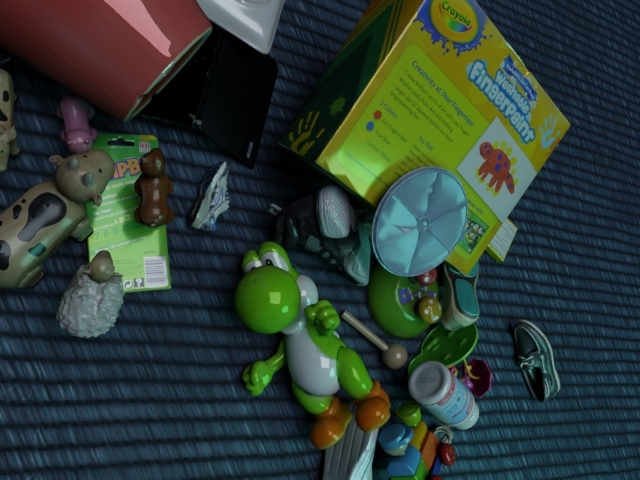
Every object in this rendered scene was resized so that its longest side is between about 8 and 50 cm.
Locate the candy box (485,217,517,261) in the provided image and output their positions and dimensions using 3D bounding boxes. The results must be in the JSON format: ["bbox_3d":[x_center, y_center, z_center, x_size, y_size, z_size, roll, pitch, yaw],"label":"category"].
[{"bbox_3d":[0.384,-0.052,1.346,0.206,0.027,0.105,42,65,-18],"label":"candy box"}]

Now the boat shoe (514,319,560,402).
[{"bbox_3d":[0.502,0.286,1.328,0.065,0.075,0.206,-32,102,-34],"label":"boat shoe"}]

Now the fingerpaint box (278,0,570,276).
[{"bbox_3d":[0.207,-0.201,1.050,0.444,0.163,0.371,32,93,-36],"label":"fingerpaint box"}]

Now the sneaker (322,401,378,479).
[{"bbox_3d":[0.057,0.422,1.038,0.091,0.094,0.258,42,61,-45],"label":"sneaker"}]

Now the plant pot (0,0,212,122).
[{"bbox_3d":[-0.305,-0.318,0.790,0.243,0.275,0.275,43,62,-19],"label":"plant pot"}]

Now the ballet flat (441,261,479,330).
[{"bbox_3d":[0.295,0.097,1.226,0.086,0.086,0.248,42,37,-18],"label":"ballet flat"}]

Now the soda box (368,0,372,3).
[{"bbox_3d":[0.105,-0.636,1.245,0.286,0.098,0.091,47,61,-15],"label":"soda box"}]

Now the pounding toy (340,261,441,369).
[{"bbox_3d":[0.182,0.125,1.143,0.183,0.110,0.237,50,60,-14],"label":"pounding toy"}]

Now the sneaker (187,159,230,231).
[{"bbox_3d":[-0.186,-0.076,0.999,0.058,0.052,0.135,30,74,-34],"label":"sneaker"}]

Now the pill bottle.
[{"bbox_3d":[0.244,0.306,1.099,0.160,0.087,0.087,44,61,-35],"label":"pill bottle"}]

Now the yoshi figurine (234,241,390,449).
[{"bbox_3d":[-0.038,0.177,0.955,0.203,0.203,0.362,-31,91,-22],"label":"yoshi figurine"}]

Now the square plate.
[{"bbox_3d":[-0.195,-0.548,1.025,0.344,0.049,0.347,28,53,-22],"label":"square plate"}]

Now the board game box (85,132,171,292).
[{"bbox_3d":[-0.317,-0.045,0.916,0.124,0.039,0.260,-3,85,-30],"label":"board game box"}]

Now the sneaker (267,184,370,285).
[{"bbox_3d":[0.000,0.000,1.065,0.269,0.153,0.101,60,32,-49],"label":"sneaker"}]

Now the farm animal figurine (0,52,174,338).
[{"bbox_3d":[-0.377,-0.071,0.782,0.330,0.172,0.327,28,75,-11],"label":"farm animal figurine"}]

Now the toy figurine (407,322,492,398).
[{"bbox_3d":[0.291,0.279,1.192,0.173,0.130,0.159,-41,113,-8],"label":"toy figurine"}]

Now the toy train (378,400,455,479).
[{"bbox_3d":[0.192,0.374,1.100,0.248,0.105,0.144,-41,111,-56],"label":"toy train"}]

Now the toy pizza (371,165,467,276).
[{"bbox_3d":[0.170,-0.033,0.983,0.201,0.032,0.201,-11,116,-24],"label":"toy pizza"}]

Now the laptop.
[{"bbox_3d":[-0.226,-0.287,1.030,0.264,0.136,0.235,12,73,-2],"label":"laptop"}]

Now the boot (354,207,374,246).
[{"bbox_3d":[0.114,-0.033,1.174,0.118,0.042,0.087,-8,72,-47],"label":"boot"}]
